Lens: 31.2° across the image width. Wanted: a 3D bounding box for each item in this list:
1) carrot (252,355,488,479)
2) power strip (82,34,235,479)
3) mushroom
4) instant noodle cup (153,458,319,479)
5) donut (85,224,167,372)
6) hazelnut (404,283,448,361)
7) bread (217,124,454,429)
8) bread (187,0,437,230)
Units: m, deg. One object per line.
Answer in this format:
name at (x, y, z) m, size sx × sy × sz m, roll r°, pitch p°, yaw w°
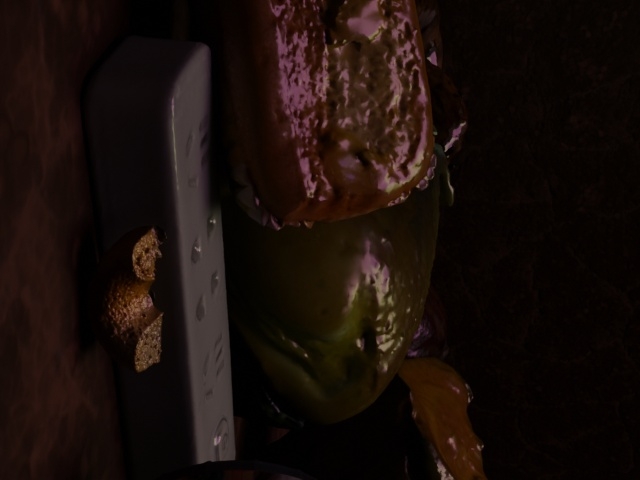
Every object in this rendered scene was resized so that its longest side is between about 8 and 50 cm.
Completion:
carrot at (0.047, 0.302, 1.303) m, size 0.241 × 0.340 × 0.241 m, roll 49°, pitch 9°, yaw -10°
power strip at (-0.101, 0.053, 0.783) m, size 0.091 × 0.062 × 0.385 m, roll -68°, pitch 161°, yaw -56°
mushroom at (0.073, -0.188, 1.405) m, size 0.263 × 0.195 × 0.283 m, roll 68°, pitch 10°, yaw -56°
instant noodle cup at (-0.053, 0.254, 0.698) m, size 0.302 × 0.258 × 0.181 m, roll -52°, pitch -154°, yaw 27°
donut at (-0.112, 0.036, 0.690) m, size 0.083 × 0.067 × 0.038 m, roll -49°, pitch 174°, yaw 33°
hazelnut at (0.059, 0.113, 1.454) m, size 0.229 × 0.229 × 0.229 m, roll 5°, pitch 90°, yaw -82°
bread at (0.000, 0.000, 1.029) m, size 0.376 × 0.208 × 0.251 m, roll -59°, pitch 149°, yaw -65°
bread at (-0.017, -0.155, 0.776) m, size 0.119 × 0.152 × 0.288 m, roll -1°, pitch -80°, yaw 64°
